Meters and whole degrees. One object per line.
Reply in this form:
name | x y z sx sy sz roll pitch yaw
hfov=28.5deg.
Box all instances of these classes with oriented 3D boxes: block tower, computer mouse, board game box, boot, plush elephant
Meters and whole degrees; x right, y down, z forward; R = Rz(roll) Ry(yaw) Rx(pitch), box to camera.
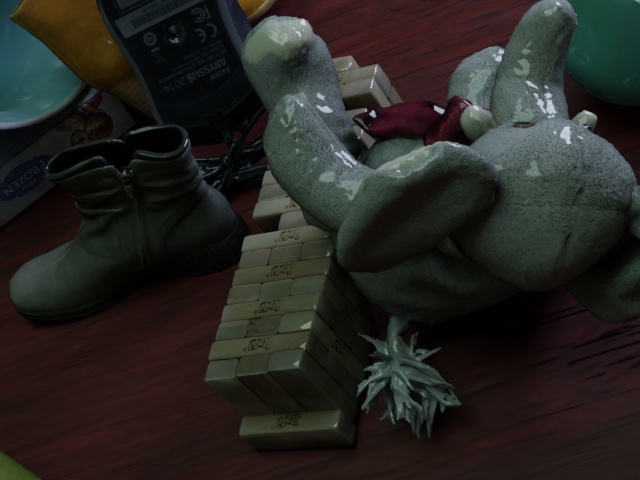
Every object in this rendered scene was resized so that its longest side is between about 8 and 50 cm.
block tower | 0.000 0.000 1.030 0.091 0.097 0.335 -9 52 30
computer mouse | -0.123 -0.167 1.174 0.189 0.272 0.072 -18 6 14
board game box | -0.400 -0.124 1.376 0.319 0.066 0.318 -37 46 -4
boot | -0.156 -0.277 1.256 0.295 0.211 0.104 -58 22 -18
boot | -0.199 -0.023 1.115 0.247 0.161 0.083 -18 47 16
plush elephant | 0.114 -0.046 0.878 0.255 0.272 0.330 -31 55 54

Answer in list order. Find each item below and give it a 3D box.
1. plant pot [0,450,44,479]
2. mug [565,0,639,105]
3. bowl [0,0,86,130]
plant pot | -0.296 0.243 0.910 0.294 0.274 0.274 11 59 17
mug | 0.251 -0.159 0.998 0.130 0.097 0.157 8 39 -20
bowl | -0.385 -0.242 1.243 0.163 0.311 0.311 -14 46 43
